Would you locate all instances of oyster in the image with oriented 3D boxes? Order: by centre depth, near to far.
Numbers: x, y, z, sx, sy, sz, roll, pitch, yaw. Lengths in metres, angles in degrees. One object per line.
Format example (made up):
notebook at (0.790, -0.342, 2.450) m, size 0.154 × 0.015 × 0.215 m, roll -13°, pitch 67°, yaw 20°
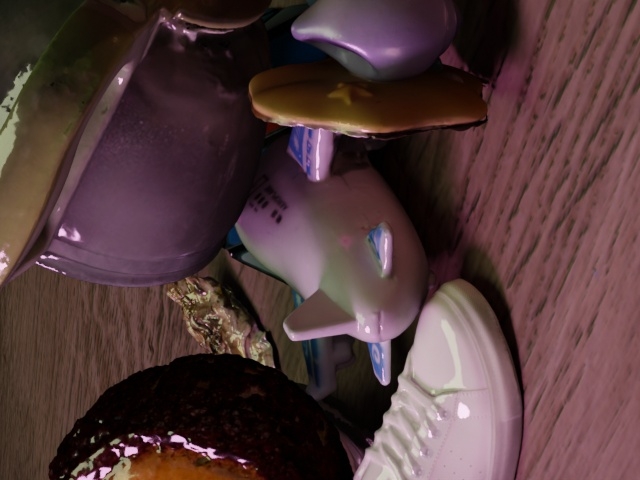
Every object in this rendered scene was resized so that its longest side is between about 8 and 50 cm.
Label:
oyster at (-0.094, 0.097, 1.755) m, size 0.166 × 0.053 × 0.108 m, roll 53°, pitch 158°, yaw 33°

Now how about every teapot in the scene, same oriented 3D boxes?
teapot at (-0.165, -0.114, 1.257) m, size 0.239 × 0.321 × 0.239 m, roll 45°, pitch 127°, yaw 23°

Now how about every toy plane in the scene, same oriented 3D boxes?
toy plane at (0.005, -0.001, 1.361) m, size 0.267 × 0.122 × 0.267 m, roll 173°, pitch 90°, yaw -77°

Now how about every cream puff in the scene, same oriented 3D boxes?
cream puff at (-0.087, 0.197, 1.374) m, size 0.165 × 0.239 × 0.239 m, roll -72°, pitch -21°, yaw -69°

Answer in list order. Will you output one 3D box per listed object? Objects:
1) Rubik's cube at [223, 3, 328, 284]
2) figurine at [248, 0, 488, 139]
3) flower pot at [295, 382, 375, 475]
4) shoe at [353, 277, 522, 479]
Rubik's cube at (-0.087, -0.040, 1.530) m, size 0.284 × 0.250 × 0.234 m, roll 5°, pitch 126°, yaw 62°
figurine at (0.026, -0.211, 1.144) m, size 0.208 × 0.181 × 0.257 m, roll -79°, pitch -7°, yaw -70°
flower pot at (-0.050, 0.216, 1.536) m, size 0.140 × 0.235 × 0.235 m, roll -100°, pitch 3°, yaw -76°
shoe at (0.077, 0.160, 1.302) m, size 0.095 × 0.110 × 0.265 m, roll -139°, pitch 39°, yaw -57°
